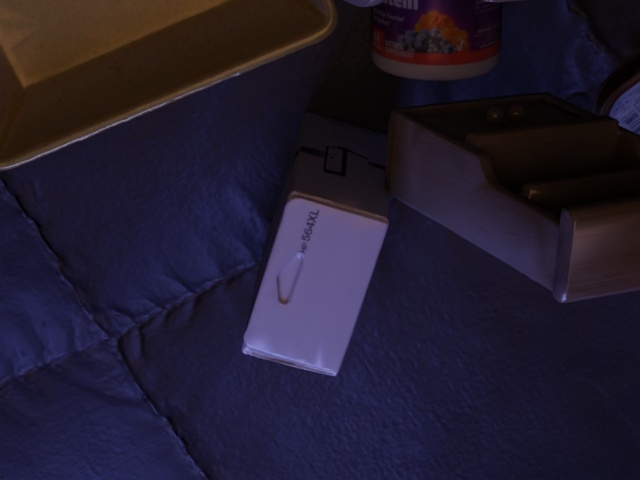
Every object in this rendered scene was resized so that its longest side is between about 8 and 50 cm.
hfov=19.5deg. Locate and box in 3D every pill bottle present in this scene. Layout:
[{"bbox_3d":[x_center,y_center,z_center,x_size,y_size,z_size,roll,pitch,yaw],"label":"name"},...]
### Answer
[{"bbox_3d":[0.094,-0.234,1.494,0.108,0.108,0.193,1,112,2],"label":"pill bottle"}]

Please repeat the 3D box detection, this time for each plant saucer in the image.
[{"bbox_3d":[-0.195,-0.265,1.510,0.333,0.081,0.332,-21,111,11],"label":"plant saucer"}]

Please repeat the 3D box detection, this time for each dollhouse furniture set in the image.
[{"bbox_3d":[0.187,-0.190,1.342,0.362,0.256,0.394,-8,114,-29],"label":"dollhouse furniture set"}]

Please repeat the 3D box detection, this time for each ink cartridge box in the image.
[{"bbox_3d":[0.000,0.000,1.544,0.086,0.203,0.148,16,113,-4],"label":"ink cartridge box"}]

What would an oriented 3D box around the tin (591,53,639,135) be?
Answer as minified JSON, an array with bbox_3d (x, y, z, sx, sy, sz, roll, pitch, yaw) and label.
[{"bbox_3d":[0.317,-0.124,1.570,0.190,0.040,0.106,-38,110,16],"label":"tin"}]
